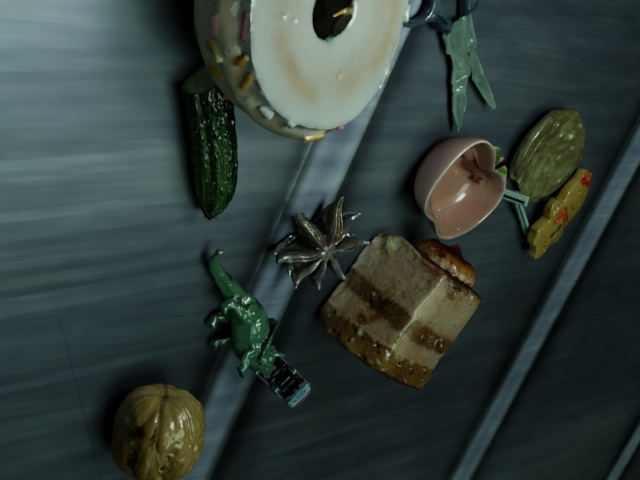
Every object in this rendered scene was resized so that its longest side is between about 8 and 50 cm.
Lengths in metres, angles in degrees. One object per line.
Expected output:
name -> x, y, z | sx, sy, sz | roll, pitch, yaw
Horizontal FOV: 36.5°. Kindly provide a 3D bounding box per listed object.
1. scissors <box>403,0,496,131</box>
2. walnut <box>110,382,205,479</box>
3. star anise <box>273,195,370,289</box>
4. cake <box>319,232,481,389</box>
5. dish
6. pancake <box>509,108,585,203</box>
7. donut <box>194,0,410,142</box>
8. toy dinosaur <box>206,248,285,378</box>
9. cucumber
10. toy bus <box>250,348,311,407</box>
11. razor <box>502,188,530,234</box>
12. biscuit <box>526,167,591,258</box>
scissors -> 0.252, -0.354, 1.716 | 0.256, 0.029, 0.383 | -40, 137, -16
walnut -> -0.272, 0.330, 1.630 | 0.155, 0.155, 0.184 | -6, 121, -41
star anise -> 0.000, 0.000, 1.712 | 0.205, 0.061, 0.180 | -28, 134, -27
cake -> 0.169, 0.112, 1.851 | 0.293, 0.196, 0.199 | -53, 139, 3
dish -> 0.255, -0.113, 1.853 | 0.213, 0.090, 0.213 | -23, 133, -27
pancake -> 0.479, -0.177, 2.057 | 0.236, 0.042, 0.222 | 21, 105, -51
donut -> -0.027, -0.331, 1.341 | 0.383, 0.142, 0.382 | -25, 124, -43
toy dinosaur -> -0.148, 0.138, 1.664 | 0.120, 0.079, 0.292 | -47, 130, -14
cucumber -> -0.160, -0.141, 1.447 | 0.077, 0.077, 0.265 | -28, 135, -27
toy bus -> -0.071, 0.254, 1.785 | 0.060, 0.123, 0.075 | -45, 143, -9
razor -> 0.427, -0.064, 2.083 | 0.036, 0.084, 0.211 | -61, 151, -8
biscuit -> 0.543, -0.060, 2.189 | 0.225, 0.036, 0.166 | -48, 149, -15
